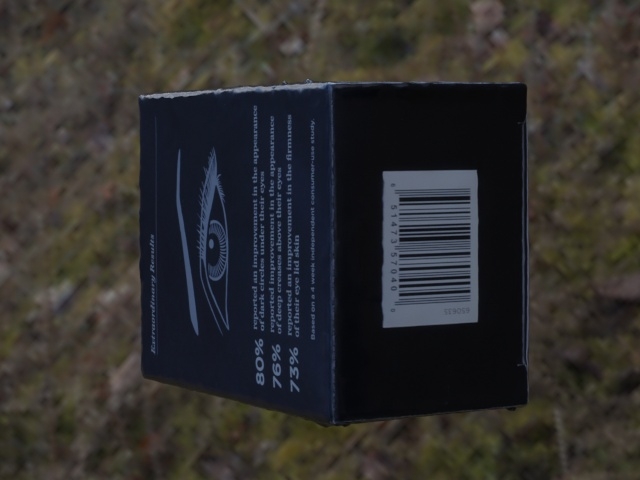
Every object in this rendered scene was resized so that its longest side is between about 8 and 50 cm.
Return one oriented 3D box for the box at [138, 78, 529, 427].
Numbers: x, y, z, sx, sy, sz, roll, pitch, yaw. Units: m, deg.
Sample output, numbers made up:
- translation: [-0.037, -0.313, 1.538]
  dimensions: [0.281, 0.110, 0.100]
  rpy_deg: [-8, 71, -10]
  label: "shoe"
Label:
- translation: [0.000, 0.000, 0.907]
  dimensions: [0.207, 0.108, 0.153]
  rpy_deg: [7, 98, 61]
  label: "box"
